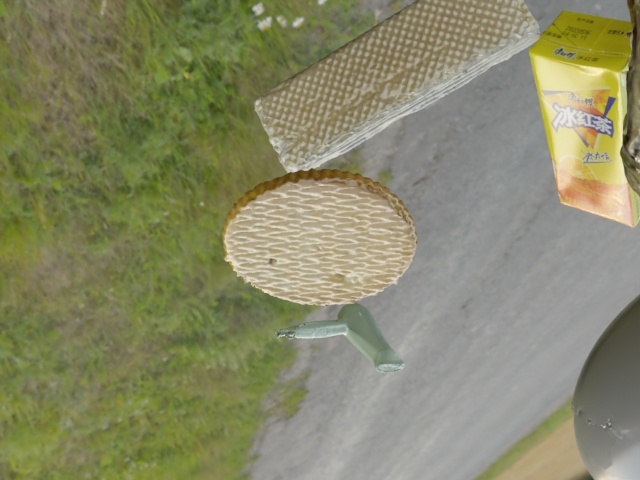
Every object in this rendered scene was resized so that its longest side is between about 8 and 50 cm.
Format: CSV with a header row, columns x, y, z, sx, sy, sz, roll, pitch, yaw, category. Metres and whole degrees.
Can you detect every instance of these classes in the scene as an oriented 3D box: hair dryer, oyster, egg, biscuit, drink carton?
x,y,z,sx,sy,sz,roll,pitch,yaw,category
0.025,0.198,1.701,0.237,0.206,0.075,4,115,-24,hair dryer
0.340,-0.129,0.843,0.094,0.294,0.166,-12,-155,36,oyster
0.237,0.080,0.479,0.199,0.146,0.146,-23,157,-2,egg
0.000,0.000,1.102,0.254,0.035,0.254,1,137,1,biscuit
0.107,-0.250,1.263,0.426,0.144,0.078,-28,170,15,biscuit
0.446,-0.187,1.352,0.111,0.155,0.351,-51,140,-19,drink carton
